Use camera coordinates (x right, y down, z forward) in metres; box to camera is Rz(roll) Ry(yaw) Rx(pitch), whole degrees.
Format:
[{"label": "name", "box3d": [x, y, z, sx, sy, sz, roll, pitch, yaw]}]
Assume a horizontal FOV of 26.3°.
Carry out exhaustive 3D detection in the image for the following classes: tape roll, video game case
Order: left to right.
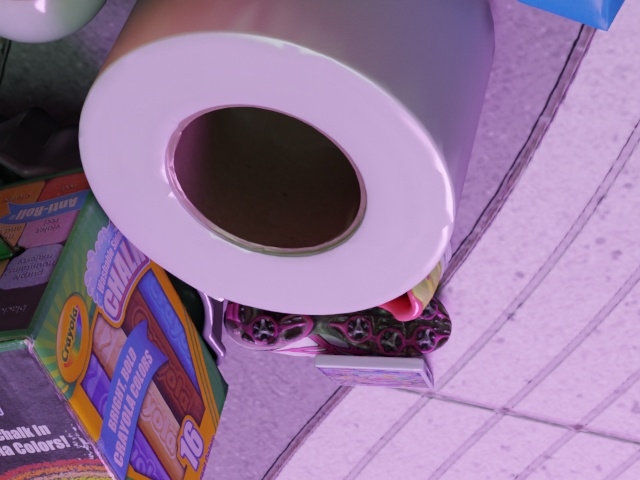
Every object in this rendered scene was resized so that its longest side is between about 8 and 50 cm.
[{"label": "tape roll", "box3d": [-0.017, -0.092, 0.905, 0.246, 0.169, 0.246, 10, 139, 9]}, {"label": "video game case", "box3d": [0.047, 0.110, 1.137, 0.087, 0.011, 0.122, 2, 167, 9]}]

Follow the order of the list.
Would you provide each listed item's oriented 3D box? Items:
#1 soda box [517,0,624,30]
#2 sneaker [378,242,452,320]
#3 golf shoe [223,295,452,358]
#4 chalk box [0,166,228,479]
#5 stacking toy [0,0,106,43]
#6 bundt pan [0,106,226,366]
[{"label": "soda box", "box3d": [0.149, -0.218, 0.793, 0.067, 0.071, 0.210, 23, 159, 24]}, {"label": "sneaker", "box3d": [0.000, 0.000, 1.048, 0.208, 0.094, 0.081, 18, 132, -3]}, {"label": "golf shoe", "box3d": [0.013, 0.063, 1.128, 0.186, 0.068, 0.086, 5, 168, -5]}, {"label": "chalk box", "box3d": [-0.210, 0.074, 0.934, 0.180, 0.179, 0.289, -10, 126, 19]}, {"label": "stacking toy", "box3d": [-0.163, -0.241, 0.745, 0.350, 0.351, 0.480, 13, 158, 0]}, {"label": "bundt pan", "box3d": [-0.228, 0.028, 1.094, 0.330, 0.124, 0.331, 5, 131, 6]}]
